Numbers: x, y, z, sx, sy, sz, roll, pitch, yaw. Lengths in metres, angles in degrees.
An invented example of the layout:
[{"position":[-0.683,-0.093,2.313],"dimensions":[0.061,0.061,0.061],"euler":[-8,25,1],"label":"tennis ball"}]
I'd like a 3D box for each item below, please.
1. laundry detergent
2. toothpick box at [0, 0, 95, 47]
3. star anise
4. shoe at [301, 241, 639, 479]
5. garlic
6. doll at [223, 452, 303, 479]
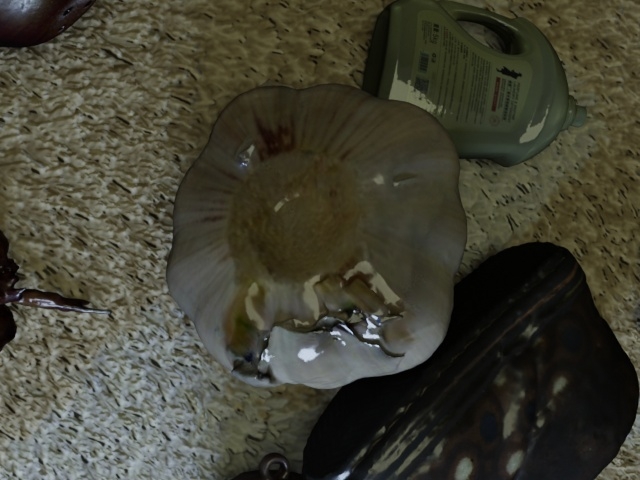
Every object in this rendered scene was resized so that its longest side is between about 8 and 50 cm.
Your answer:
[{"position":[0.179,-0.168,1.066],"dimensions":[0.254,0.091,0.181],"euler":[10,84,-14],"label":"laundry detergent"},{"position":[-0.333,-0.316,0.887],"dimensions":[0.294,0.192,0.192],"euler":[45,81,-6],"label":"toothpick box"},{"position":[-0.316,0.060,0.973],"dimensions":[0.141,0.144,0.158],"euler":[15,78,30],"label":"star anise"},{"position":[0.172,0.195,1.015],"dimensions":[0.384,0.171,0.237],"euler":[-40,105,-23],"label":"shoe"},{"position":[-0.005,-0.006,0.946],"dimensions":[0.322,0.241,0.321],"euler":[5,64,-10],"label":"garlic"},{"position":[-0.056,0.346,1.007],"dimensions":[0.182,0.117,0.257],"euler":[0,94,-24],"label":"doll"}]
